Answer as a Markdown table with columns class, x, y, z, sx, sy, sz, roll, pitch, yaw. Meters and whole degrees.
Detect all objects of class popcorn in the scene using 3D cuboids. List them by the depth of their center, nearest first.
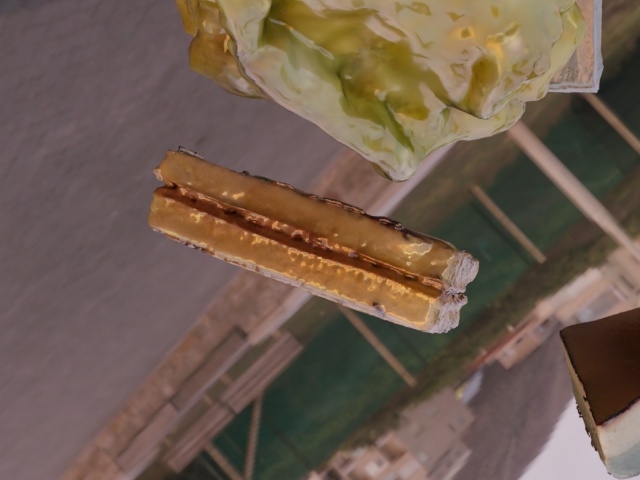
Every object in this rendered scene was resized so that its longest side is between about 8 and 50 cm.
| class | x | y | z | sx | sy | sz | roll | pitch | yaw |
| --- | --- | --- | --- | --- | --- | --- | --- | --- | --- |
| popcorn | 0.034 | -0.203 | 0.781 | 0.312 | 0.312 | 0.312 | -42 | 175 | -5 |

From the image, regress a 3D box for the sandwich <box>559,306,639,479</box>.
| class | x | y | z | sx | sy | sz | roll | pitch | yaw |
| --- | --- | --- | --- | --- | --- | --- | --- | --- | --- |
| sandwich | 0.378 | 0.162 | 1.280 | 0.186 | 0.108 | 0.220 | -15 | -159 | 8 |

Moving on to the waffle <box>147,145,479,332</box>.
| class | x | y | z | sx | sy | sz | roll | pitch | yaw |
| --- | --- | --- | --- | --- | --- | --- | --- | --- | --- |
| waffle | 0.000 | -0.001 | 1.409 | 0.261 | 0.376 | 0.114 | 4 | 105 | -75 |

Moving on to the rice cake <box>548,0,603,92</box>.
| class | x | y | z | sx | sy | sz | roll | pitch | yaw |
| --- | --- | --- | --- | --- | --- | --- | --- | --- | --- |
| rice cake | 0.342 | -0.314 | 1.560 | 0.040 | 0.085 | 0.226 | -30 | 122 | -59 |
